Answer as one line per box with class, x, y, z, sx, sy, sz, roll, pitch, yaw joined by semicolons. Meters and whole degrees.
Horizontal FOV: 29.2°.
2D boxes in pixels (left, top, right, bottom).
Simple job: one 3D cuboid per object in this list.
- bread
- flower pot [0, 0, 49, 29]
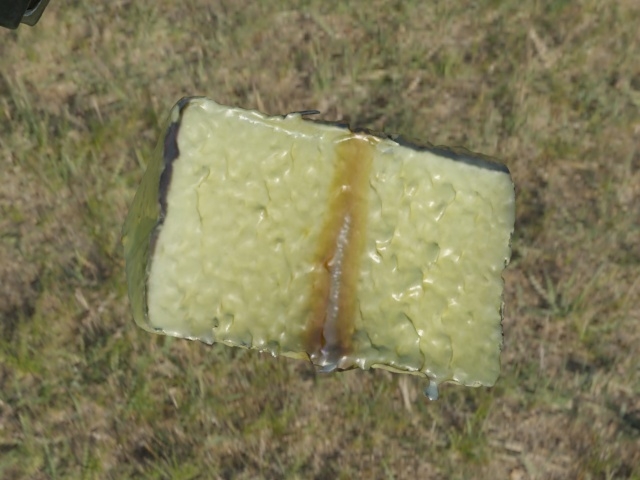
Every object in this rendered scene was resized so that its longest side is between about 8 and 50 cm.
bread;0.000;0.000;0.873;0.266;0.142;0.178;12;92;-20
flower pot;-0.378;-0.374;1.300;0.379;0.379;0.251;22;102;16
